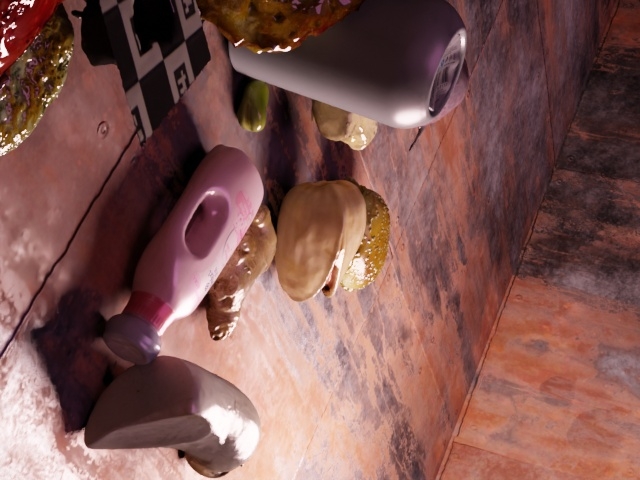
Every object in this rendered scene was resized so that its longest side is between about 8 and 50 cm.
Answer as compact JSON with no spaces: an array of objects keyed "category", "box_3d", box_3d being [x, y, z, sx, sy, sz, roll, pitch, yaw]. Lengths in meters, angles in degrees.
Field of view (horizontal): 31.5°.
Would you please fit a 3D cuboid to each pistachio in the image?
[{"category":"pistachio","box_3d":[0.000,0.000,1.937,0.157,0.157,0.230,-37,144,-56]}]

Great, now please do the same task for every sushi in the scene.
[{"category":"sushi","box_3d":[-0.252,-0.324,1.275,0.296,0.099,0.373,-69,148,-61]}]

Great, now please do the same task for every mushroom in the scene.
[{"category":"mushroom","box_3d":[-0.181,0.276,1.689,0.397,0.177,0.126,43,24,-61]}]

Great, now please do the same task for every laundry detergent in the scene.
[{"category":"laundry detergent","box_3d":[-0.191,0.023,1.598,0.335,0.087,0.159,-60,151,-32]}]

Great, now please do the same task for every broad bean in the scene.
[{"category":"broad bean","box_3d":[-0.101,-0.209,1.736,0.063,0.045,0.083,42,56,-65]}]

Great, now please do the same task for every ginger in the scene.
[{"category":"ginger","box_3d":[-0.132,0.046,1.769,0.213,0.074,0.137,-59,152,-22]}]

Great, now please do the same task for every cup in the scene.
[{"category":"cup","box_3d":[0.045,-0.295,1.653,0.205,0.312,0.205,-57,160,-34]}]

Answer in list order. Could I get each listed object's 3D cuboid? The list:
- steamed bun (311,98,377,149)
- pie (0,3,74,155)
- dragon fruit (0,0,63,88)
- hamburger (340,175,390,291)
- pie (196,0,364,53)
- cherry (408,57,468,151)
[{"category":"steamed bun","box_3d":[0.043,-0.298,1.904,0.295,0.137,0.292,52,54,-69]},{"category":"pie","box_3d":[-0.345,-0.195,1.173,0.240,0.054,0.241,-42,139,-51]},{"category":"dragon fruit","box_3d":[-0.334,-0.248,0.886,0.295,0.295,0.302,29,79,-66]},{"category":"hamburger","box_3d":[0.067,0.002,2.130,0.215,0.122,0.189,74,34,-52]},{"category":"pie","box_3d":[-0.060,-0.420,1.456,0.288,0.103,0.355,-6,115,-18]},{"category":"cherry","box_3d":[0.187,-0.318,2.149,0.213,0.183,0.266,-56,139,-68]}]
